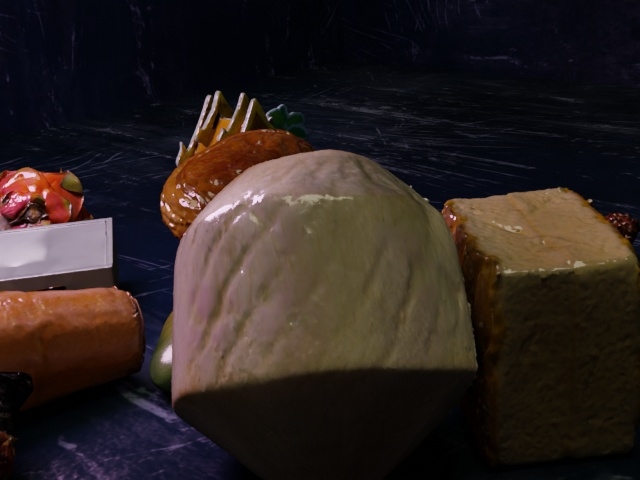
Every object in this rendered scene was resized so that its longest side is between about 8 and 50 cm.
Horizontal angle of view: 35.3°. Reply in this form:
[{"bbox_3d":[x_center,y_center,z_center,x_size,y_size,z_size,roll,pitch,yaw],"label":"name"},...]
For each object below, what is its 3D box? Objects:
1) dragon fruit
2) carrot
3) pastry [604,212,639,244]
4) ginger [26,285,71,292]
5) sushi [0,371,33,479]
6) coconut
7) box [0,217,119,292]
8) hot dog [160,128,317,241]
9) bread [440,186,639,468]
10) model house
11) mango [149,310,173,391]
[{"bbox_3d":[-0.554,-0.037,1.946,0.224,0.224,0.227,-4,20,3],"label":"dragon fruit"},{"bbox_3d":[-0.403,0.143,1.445,0.254,0.196,0.196,-12,20,-34],"label":"carrot"},{"bbox_3d":[0.461,0.016,1.728,0.208,0.097,0.115,-20,31,-36],"label":"pastry"},{"bbox_3d":[-0.476,0.144,1.580,0.309,0.107,0.133,-9,47,-14],"label":"ginger"},{"bbox_3d":[-0.444,0.242,1.209,0.153,0.151,0.172,-15,-17,5],"label":"sushi"},{"bbox_3d":[-0.006,0.113,1.203,0.344,0.416,0.415,-2,18,-9],"label":"coconut"},{"bbox_3d":[-0.466,0.066,1.752,0.224,0.118,0.225,-7,24,-9],"label":"box"},{"bbox_3d":[-0.128,-0.057,1.795,0.174,0.267,0.387,-27,11,37],"label":"hot dog"},{"bbox_3d":[0.271,0.099,1.270,0.207,0.279,0.279,-4,17,-4],"label":"bread"},{"bbox_3d":[-0.104,-0.157,2.049,0.242,0.313,0.357,15,26,42],"label":"model house"},{"bbox_3d":[-0.173,0.152,1.505,0.137,0.091,0.237,-8,24,7],"label":"mango"}]
